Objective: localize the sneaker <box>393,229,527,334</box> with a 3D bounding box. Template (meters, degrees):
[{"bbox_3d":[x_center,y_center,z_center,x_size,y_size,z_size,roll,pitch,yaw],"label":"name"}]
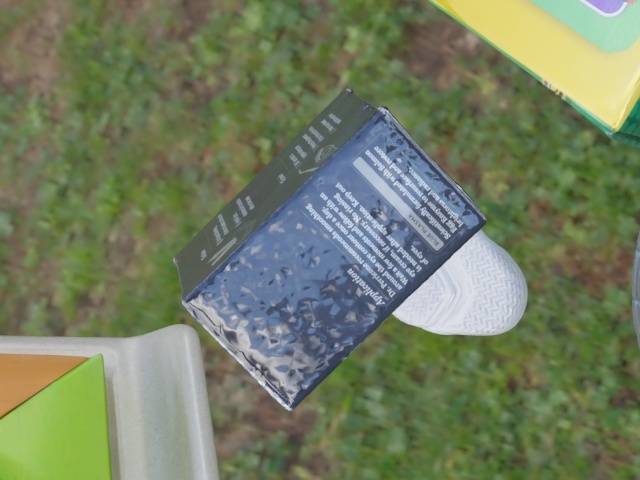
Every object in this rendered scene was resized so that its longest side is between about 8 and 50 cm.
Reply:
[{"bbox_3d":[0.097,0.012,1.523,0.269,0.153,0.101,24,100,41],"label":"sneaker"}]

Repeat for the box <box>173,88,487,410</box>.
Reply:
[{"bbox_3d":[0.000,0.000,1.054,0.158,0.093,0.156,-44,11,2],"label":"box"}]

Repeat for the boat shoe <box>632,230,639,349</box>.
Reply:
[{"bbox_3d":[0.276,0.078,1.170,0.118,0.103,0.320,-132,33,-62],"label":"boat shoe"}]

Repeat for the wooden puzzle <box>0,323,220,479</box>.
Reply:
[{"bbox_3d":[-0.149,0.098,0.578,0.221,0.239,0.044,-103,14,-51],"label":"wooden puzzle"}]

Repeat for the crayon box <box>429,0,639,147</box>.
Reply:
[{"bbox_3d":[0.125,-0.189,0.599,0.165,0.081,0.278,40,109,29],"label":"crayon box"}]
